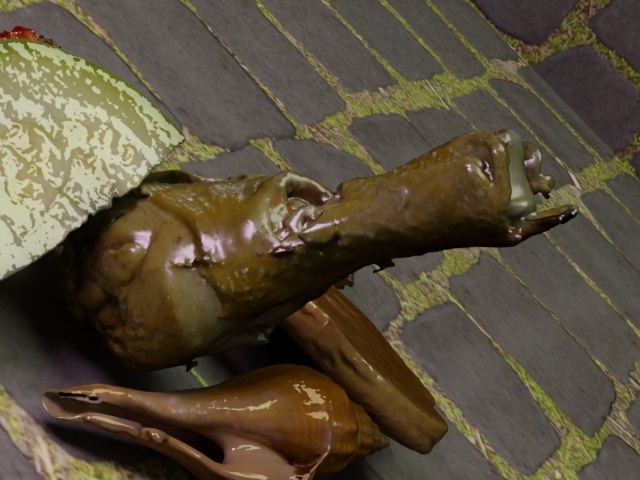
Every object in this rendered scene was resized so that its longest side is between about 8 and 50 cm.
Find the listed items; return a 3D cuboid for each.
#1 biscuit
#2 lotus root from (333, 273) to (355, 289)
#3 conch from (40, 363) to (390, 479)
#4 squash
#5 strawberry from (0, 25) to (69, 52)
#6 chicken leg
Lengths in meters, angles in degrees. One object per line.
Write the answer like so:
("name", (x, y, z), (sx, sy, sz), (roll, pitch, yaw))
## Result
("biscuit", (-0.009, 0.066, 1.539), (0.269, 0.051, 0.376), (43, 5, -37))
("lotus root", (0.000, 0.000, 1.736), (0.150, 0.062, 0.073), (61, 1, 40))
("conch", (-0.074, 0.147, 1.301), (0.330, 0.093, 0.109), (8, 74, -34))
("squash", (-0.263, -0.067, 1.239), (0.204, 0.155, 0.237), (53, 43, -5))
("strawberry", (-0.267, -0.137, 1.524), (0.104, 0.048, 0.152), (43, 33, -24))
("chicken leg", (-0.019, -0.005, 1.257), (0.152, 0.429, 0.201), (67, 25, -19))
